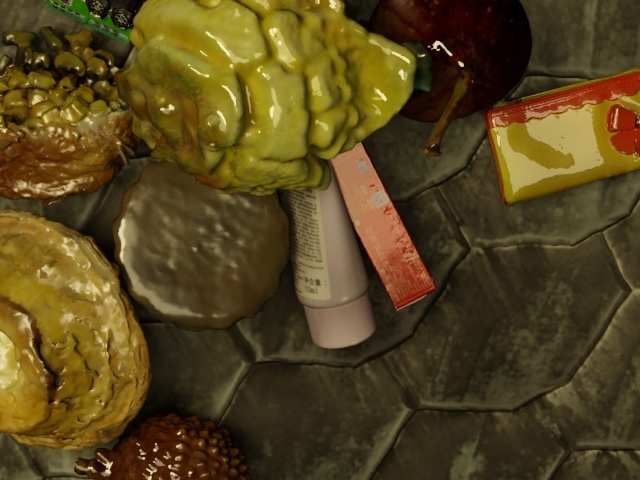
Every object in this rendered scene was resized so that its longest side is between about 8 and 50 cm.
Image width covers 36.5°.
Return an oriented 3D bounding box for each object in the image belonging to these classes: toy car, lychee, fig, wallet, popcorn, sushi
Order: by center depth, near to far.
[{"bbox_3d":[-0.079,-0.166,1.071,0.237,0.293,0.293,-43,103,-33],"label":"popcorn"},{"bbox_3d":[0.160,-0.224,1.144,0.204,0.249,0.186,-9,110,-4],"label":"fig"},{"bbox_3d":[-0.352,-0.149,1.190,0.296,0.167,0.179,-1,125,3],"label":"sushi"},{"bbox_3d":[-0.288,-0.306,1.193,0.165,0.062,0.071,25,55,-8],"label":"toy car"},{"bbox_3d":[0.342,-0.139,1.265,0.241,0.067,0.141,-15,100,1],"label":"wallet"},{"bbox_3d":[-0.206,0.319,1.271,0.238,0.200,0.200,20,101,-27],"label":"lychee"}]

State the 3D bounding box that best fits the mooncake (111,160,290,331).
[{"bbox_3d":[-0.152,-0.002,1.229,0.228,0.124,0.228,0,91,-13],"label":"mooncake"}]

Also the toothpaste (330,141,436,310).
[{"bbox_3d":[0.051,-0.066,1.260,0.066,0.076,0.320,-27,101,3],"label":"toothpaste"}]

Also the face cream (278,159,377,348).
[{"bbox_3d":[0.000,0.000,1.251,0.096,0.154,0.274,-21,110,-21],"label":"face cream"}]

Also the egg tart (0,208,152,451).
[{"bbox_3d":[-0.370,0.124,1.191,0.341,0.129,0.341,9,110,28],"label":"egg tart"}]
